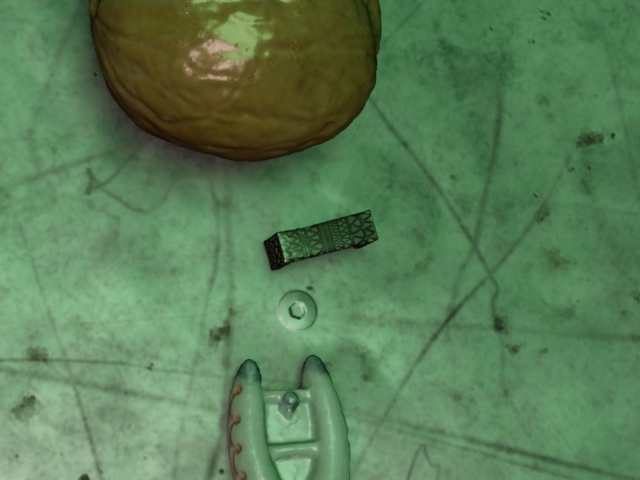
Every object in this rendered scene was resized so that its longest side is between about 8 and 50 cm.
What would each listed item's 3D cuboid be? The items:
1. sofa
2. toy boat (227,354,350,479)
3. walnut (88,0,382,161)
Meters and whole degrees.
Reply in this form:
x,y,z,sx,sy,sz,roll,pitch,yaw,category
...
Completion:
x,y,z,sx,sy,sz,roll,pitch,yaw,category
0.000,0.000,2.016,0.118,0.060,0.039,-14,87,-20,sofa
-0.030,0.226,1.943,0.134,0.079,0.208,0,75,-19,toy boat
-0.087,-0.232,1.936,0.332,0.333,0.333,4,75,-15,walnut
